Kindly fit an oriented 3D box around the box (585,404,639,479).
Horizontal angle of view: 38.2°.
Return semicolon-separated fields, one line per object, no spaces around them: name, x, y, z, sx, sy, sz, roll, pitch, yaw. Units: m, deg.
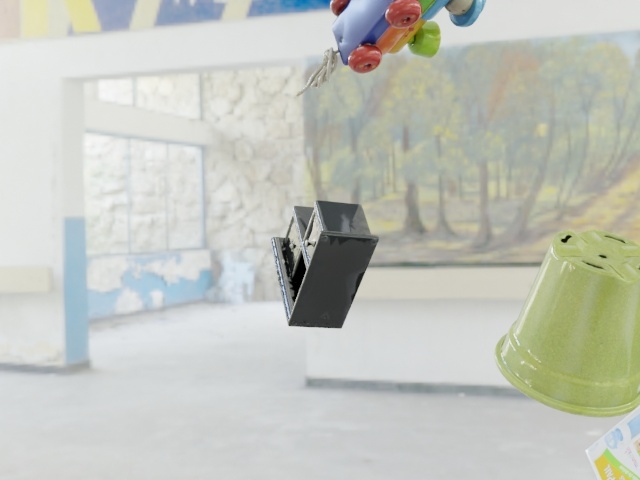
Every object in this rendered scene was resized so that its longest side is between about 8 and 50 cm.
box;0.442;0.327;1.195;0.103;0.114;0.203;38;18;-16

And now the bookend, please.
bookend;0.000;0.000;1.145;0.072;0.157;0.156;4;43;-18

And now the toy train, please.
toy train;0.084;-0.252;1.146;0.143;0.105;0.248;0;-27;-31

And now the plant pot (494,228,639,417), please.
plant pot;0.470;0.127;1.633;0.276;0.254;0.276;7;26;-3
